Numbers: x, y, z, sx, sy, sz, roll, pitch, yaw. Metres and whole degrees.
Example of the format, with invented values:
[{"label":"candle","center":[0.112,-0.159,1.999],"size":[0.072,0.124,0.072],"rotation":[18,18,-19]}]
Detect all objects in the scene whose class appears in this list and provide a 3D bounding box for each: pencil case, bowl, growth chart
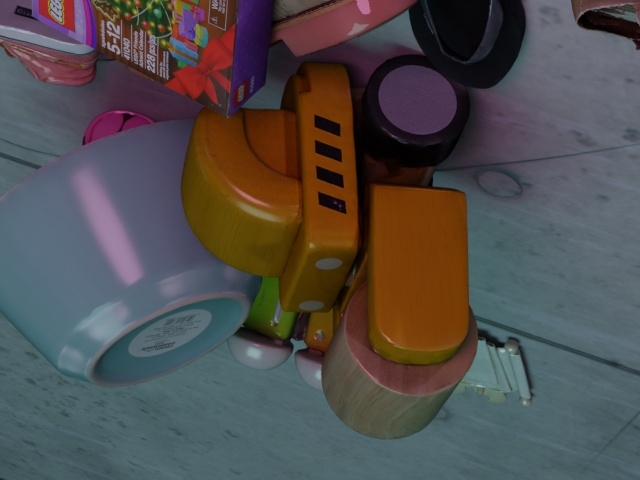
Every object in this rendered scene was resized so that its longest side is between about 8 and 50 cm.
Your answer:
[{"label":"pencil case","center":[-0.202,-0.052,1.755],"size":[0.098,0.095,0.209],"rotation":[3,155,-2]},{"label":"bowl","center":[-0.182,0.033,1.621],"size":[0.311,0.311,0.163],"rotation":[90,155,-66]},{"label":"growth chart","center":[0.136,0.133,1.916],"size":[0.237,0.021,0.172],"rotation":[15,153,14]}]

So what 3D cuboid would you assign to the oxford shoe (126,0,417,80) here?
[{"label":"oxford shoe","center":[-0.061,-0.218,1.348],"size":[0.348,0.123,0.130],"rotation":[-9,115,47]}]

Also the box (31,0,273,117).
[{"label":"box","center":[-0.126,-0.253,1.219],"size":[0.201,0.057,0.293],"rotation":[28,139,19]}]

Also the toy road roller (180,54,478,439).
[{"label":"toy road roller","center":[0.000,0.000,1.438],"size":[0.240,0.330,0.202],"rotation":[2,155,-9]}]

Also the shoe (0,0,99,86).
[{"label":"shoe","center":[-0.297,-0.202,1.568],"size":[0.178,0.063,0.081],"rotation":[18,148,-1]}]

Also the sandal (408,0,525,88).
[{"label":"sandal","center":[0.112,-0.198,1.281],"size":[0.097,0.054,0.254],"rotation":[16,153,12]}]

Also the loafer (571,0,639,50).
[{"label":"loafer","center":[0.258,-0.168,1.232],"size":[0.148,0.050,0.056],"rotation":[12,152,19]}]

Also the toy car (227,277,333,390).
[{"label":"toy car","center":[-0.010,0.071,1.806],"size":[0.182,0.159,0.136],"rotation":[16,-171,10]}]
